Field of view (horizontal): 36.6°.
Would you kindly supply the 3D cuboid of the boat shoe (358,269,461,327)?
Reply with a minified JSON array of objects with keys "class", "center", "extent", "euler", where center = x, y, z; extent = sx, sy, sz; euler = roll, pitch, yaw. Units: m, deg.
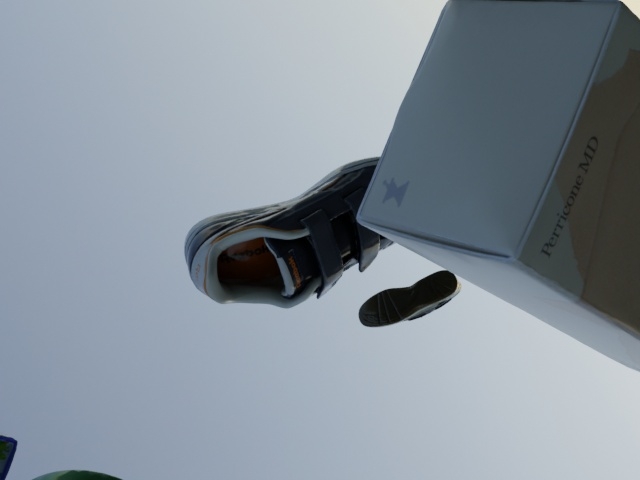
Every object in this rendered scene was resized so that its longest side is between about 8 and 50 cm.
[{"class":"boat shoe","center":[0.128,0.090,1.355],"extent":[0.049,0.152,0.056],"euler":[38,-143,-55]}]

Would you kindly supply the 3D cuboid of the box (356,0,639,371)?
[{"class":"box","center":[0.184,-0.010,0.588],"extent":[0.311,0.148,0.121],"euler":[25,176,-40]}]

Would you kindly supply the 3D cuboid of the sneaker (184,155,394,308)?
[{"class":"sneaker","center":[0.000,0.000,1.148],"extent":[0.127,0.321,0.126],"euler":[-118,8,-63]}]

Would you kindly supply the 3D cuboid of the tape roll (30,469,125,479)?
[{"class":"tape roll","center":[-0.370,0.515,1.526],"extent":[0.321,0.321,0.077],"euler":[37,-158,-10]}]

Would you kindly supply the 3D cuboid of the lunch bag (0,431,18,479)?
[{"class":"lunch bag","center":[-0.413,0.278,1.079],"extent":[0.096,0.151,0.129],"euler":[22,166,-23]}]
